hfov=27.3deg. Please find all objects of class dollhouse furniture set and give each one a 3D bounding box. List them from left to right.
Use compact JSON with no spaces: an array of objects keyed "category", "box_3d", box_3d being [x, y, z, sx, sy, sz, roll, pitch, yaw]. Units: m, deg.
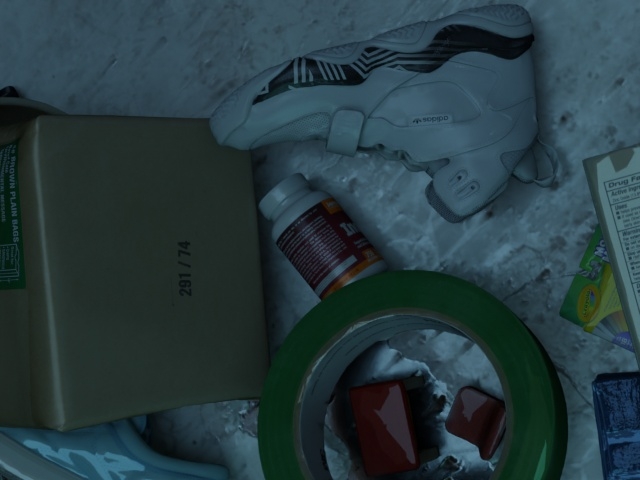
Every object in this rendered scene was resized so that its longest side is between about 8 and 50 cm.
[{"category":"dollhouse furniture set","box_3d":[0.153,0.327,1.422,0.201,0.152,0.374,-13,87,18]}]

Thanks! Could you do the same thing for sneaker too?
[{"category":"sneaker","box_3d":[-0.276,0.253,1.586,0.366,0.135,0.150,25,69,8]},{"category":"sneaker","box_3d":[0.075,-0.109,1.420,0.366,0.137,0.210,-17,87,0]}]

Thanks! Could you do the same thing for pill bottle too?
[{"category":"pill bottle","box_3d":[0.000,0.000,1.502,0.086,0.086,0.152,-42,79,15]}]

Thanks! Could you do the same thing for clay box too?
[{"category":"clay box","box_3d":[0.379,0.070,1.395,0.222,0.053,0.127,26,97,17]}]

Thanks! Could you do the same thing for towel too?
[{"category":"towel","box_3d":[0.332,0.202,1.425,0.067,0.029,0.119,-7,88,18]}]

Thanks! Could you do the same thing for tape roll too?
[{"category":"tape roll","box_3d":[0.095,0.194,1.385,0.321,0.077,0.321,-7,71,20]}]

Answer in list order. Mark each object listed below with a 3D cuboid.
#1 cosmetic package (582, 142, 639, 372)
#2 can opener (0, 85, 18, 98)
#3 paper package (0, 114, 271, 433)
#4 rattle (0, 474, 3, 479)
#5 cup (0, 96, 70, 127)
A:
[{"category":"cosmetic package","box_3d":[0.374,0.045,1.301,0.153,0.129,0.296,-15,84,18]},{"category":"can opener","box_3d":[-0.426,-0.107,1.666,0.059,0.073,0.186,31,107,-24]},{"category":"paper package","box_3d":[-0.220,0.033,1.448,0.168,0.309,0.325,-6,89,43]},{"category":"rattle","box_3d":[-0.400,0.373,1.619,0.130,0.142,0.200,13,102,36]},{"category":"cup","box_3d":[-0.411,0.015,1.547,0.237,0.331,0.331,-7,88,45]}]
